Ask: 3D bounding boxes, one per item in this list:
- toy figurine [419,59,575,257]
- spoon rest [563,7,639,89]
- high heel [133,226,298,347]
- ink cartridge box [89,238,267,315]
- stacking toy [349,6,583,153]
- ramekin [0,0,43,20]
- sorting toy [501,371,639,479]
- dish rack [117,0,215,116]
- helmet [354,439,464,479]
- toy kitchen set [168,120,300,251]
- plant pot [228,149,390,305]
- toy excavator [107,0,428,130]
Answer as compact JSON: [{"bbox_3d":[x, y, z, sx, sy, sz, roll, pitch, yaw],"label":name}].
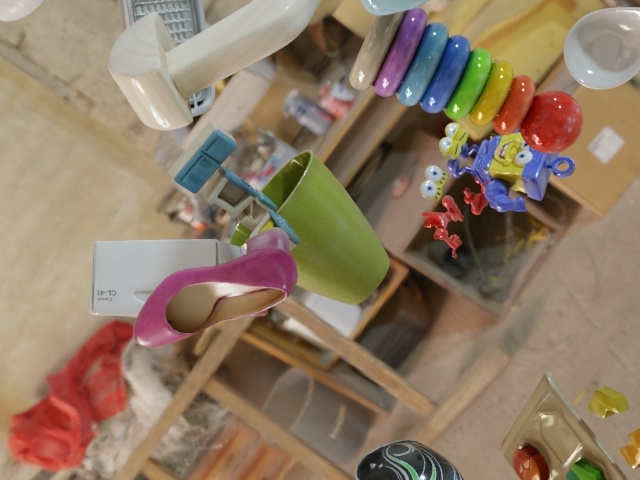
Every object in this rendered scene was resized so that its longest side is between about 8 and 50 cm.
[{"bbox_3d":[0.347,-0.139,1.626,0.217,0.191,0.362,7,57,37],"label":"toy figurine"},{"bbox_3d":[0.559,-0.362,1.636,0.276,0.137,0.084,-24,-2,17],"label":"spoon rest"},{"bbox_3d":[-0.130,0.082,1.120,0.244,0.082,0.117,-28,30,14],"label":"high heel"},{"bbox_3d":[-0.238,0.074,1.665,0.306,0.226,0.131,31,-122,-77],"label":"ink cartridge box"},{"bbox_3d":[0.214,-0.215,1.319,0.141,0.330,0.141,-156,90,-89],"label":"stacking toy"},{"bbox_3d":[-0.461,-0.427,1.213,0.277,0.135,0.277,8,103,39],"label":"ramekin"},{"bbox_3d":[0.356,0.305,1.331,0.229,0.041,0.307,60,152,33],"label":"sorting toy"},{"bbox_3d":[-0.368,-0.448,2.207,0.072,0.332,0.285,4,18,29],"label":"dish rack"},{"bbox_3d":[0.133,0.384,1.351,0.169,0.169,0.161,-51,36,12],"label":"helmet"},{"bbox_3d":[-0.134,-0.082,1.666,0.122,0.207,0.166,-49,38,10],"label":"toy kitchen set"},{"bbox_3d":[0.000,0.000,2.051,0.275,0.293,0.274,-46,17,18],"label":"plant pot"},{"bbox_3d":[0.010,-0.326,1.055,0.433,0.222,0.445,-6,44,24],"label":"toy excavator"}]
